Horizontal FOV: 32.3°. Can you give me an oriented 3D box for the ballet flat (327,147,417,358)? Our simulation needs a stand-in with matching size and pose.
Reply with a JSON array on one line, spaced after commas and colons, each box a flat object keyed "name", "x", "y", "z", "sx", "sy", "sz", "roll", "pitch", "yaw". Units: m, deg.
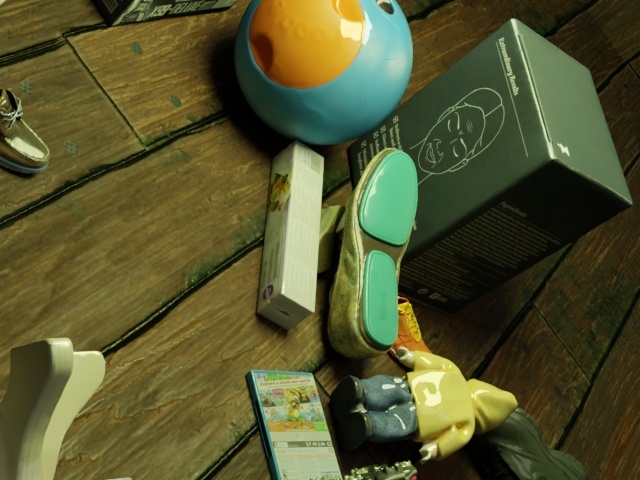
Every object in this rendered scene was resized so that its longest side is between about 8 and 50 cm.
[{"name": "ballet flat", "x": 0.070, "y": 0.019, "z": 1.700, "sx": 0.123, "sy": 0.123, "sz": 0.349, "roll": 27, "pitch": 58, "yaw": -33}]

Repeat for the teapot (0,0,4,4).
[{"name": "teapot", "x": -0.493, "y": -0.386, "z": 1.349, "sx": 0.256, "sy": 0.187, "sz": 0.252, "roll": 56, "pitch": 44, "yaw": -51}]

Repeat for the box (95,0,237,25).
[{"name": "box", "x": -0.278, "y": -0.477, "z": 1.781, "sx": 0.307, "sy": 0.076, "sz": 0.242, "roll": -25, "pitch": 81, "yaw": -54}]

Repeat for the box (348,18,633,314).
[{"name": "box", "x": 0.265, "y": -0.111, "z": 1.827, "sx": 0.212, "sy": 0.395, "sz": 0.293, "roll": 23, "pitch": 46, "yaw": -36}]

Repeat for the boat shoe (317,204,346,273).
[{"name": "boat shoe", "x": 0.000, "y": -0.002, "z": 1.742, "sx": 0.056, "sy": 0.048, "sz": 0.153, "roll": 67, "pitch": 32, "yaw": -34}]

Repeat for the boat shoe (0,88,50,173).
[{"name": "boat shoe", "x": -0.407, "y": -0.154, "z": 1.373, "sx": 0.183, "sy": 0.066, "sz": 0.066, "roll": 37, "pitch": 39, "yaw": -22}]

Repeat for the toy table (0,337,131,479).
[{"name": "toy table", "x": -0.314, "y": 0.191, "z": 1.075, "sx": 0.274, "sy": 0.252, "sz": 0.161, "roll": 10, "pitch": 70, "yaw": -57}]

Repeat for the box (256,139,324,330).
[{"name": "box", "x": -0.043, "y": -0.016, "z": 1.680, "sx": 0.067, "sy": 0.063, "sz": 0.324, "roll": 30, "pitch": 42, "yaw": -28}]

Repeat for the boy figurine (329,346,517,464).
[{"name": "boy figurine", "x": 0.157, "y": 0.237, "z": 1.615, "sx": 0.285, "sy": 0.092, "sz": 0.177, "roll": 0, "pitch": 59, "yaw": -31}]

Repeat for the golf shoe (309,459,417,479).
[{"name": "golf shoe", "x": 0.036, "y": 0.359, "z": 1.427, "sx": 0.273, "sy": 0.105, "sz": 0.120, "roll": 2, "pitch": 79, "yaw": -46}]

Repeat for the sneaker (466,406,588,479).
[{"name": "sneaker", "x": 0.314, "y": 0.361, "z": 1.752, "sx": 0.286, "sy": 0.109, "sz": 0.130, "roll": 37, "pitch": 48, "yaw": -16}]

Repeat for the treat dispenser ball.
[{"name": "treat dispenser ball", "x": 0.005, "y": -0.297, "z": 1.778, "sx": 0.288, "sy": 0.288, "sz": 0.288, "roll": 29, "pitch": 42, "yaw": -31}]

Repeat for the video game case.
[{"name": "video game case", "x": -0.035, "y": 0.257, "z": 1.506, "sx": 0.119, "sy": 0.015, "sz": 0.166, "roll": 10, "pitch": 55, "yaw": -44}]

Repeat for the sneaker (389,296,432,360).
[{"name": "sneaker", "x": 0.125, "y": 0.133, "z": 1.749, "sx": 0.175, "sy": 0.067, "sz": 0.064, "roll": 50, "pitch": 34, "yaw": -8}]
